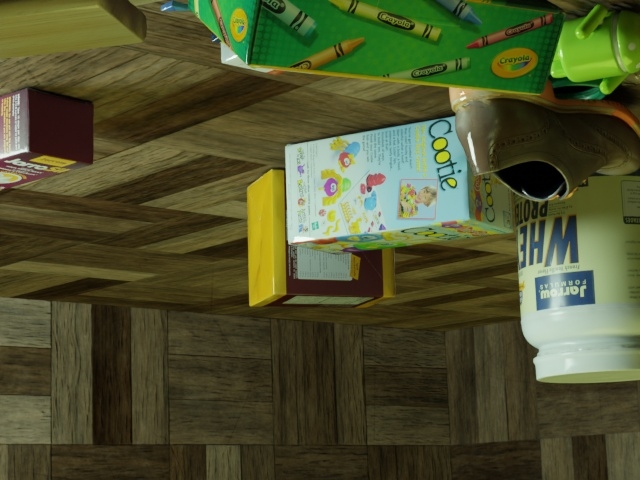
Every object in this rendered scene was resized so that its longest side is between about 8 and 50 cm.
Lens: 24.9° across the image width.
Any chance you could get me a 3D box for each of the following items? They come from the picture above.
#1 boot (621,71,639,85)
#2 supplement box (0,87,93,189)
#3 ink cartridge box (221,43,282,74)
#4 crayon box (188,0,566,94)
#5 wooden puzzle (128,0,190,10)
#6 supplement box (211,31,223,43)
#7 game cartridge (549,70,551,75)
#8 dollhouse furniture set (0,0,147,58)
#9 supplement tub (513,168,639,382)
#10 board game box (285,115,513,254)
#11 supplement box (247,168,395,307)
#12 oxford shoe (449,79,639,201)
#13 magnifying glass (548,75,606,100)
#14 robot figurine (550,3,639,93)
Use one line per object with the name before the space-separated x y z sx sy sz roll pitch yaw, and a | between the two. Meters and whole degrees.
boot | 0.394 -0.194 1.662 0.118 0.042 0.087 9 171 -41
supplement box | -0.378 -0.121 1.776 0.188 0.080 0.104 -11 166 39
ink cartridge box | -0.043 -0.200 1.550 0.115 0.029 0.063 8 165 -42
crayon box | 0.045 -0.197 1.239 0.279 0.081 0.165 2 -157 -25
wooden puzzle | -0.172 -0.239 1.366 0.079 0.014 0.116 -1 170 16
supplement box | -0.049 -0.220 1.368 0.083 0.056 0.083 4 168 -30
game cartridge | 0.234 -0.196 1.668 0.056 0.017 0.083 0 170 -32
dollhouse furniture set | -0.142 -0.198 0.918 0.362 0.256 0.394 -4 169 13
supplement tub | 0.407 0.040 2.127 0.236 0.324 0.235 -2 169 0
board game box | 0.106 -0.071 1.971 0.275 0.144 0.142 -7 169 31
supplement box | 0.000 0.000 2.202 0.194 0.191 0.129 2 169 -19
oxford shoe | 0.277 -0.104 1.732 0.130 0.132 0.364 -13 164 42
magnifying glass | 0.294 -0.168 1.806 0.092 0.026 0.231 -1 170 -5
robot figurine | 0.292 -0.202 1.501 0.115 0.067 0.101 -6 139 27
